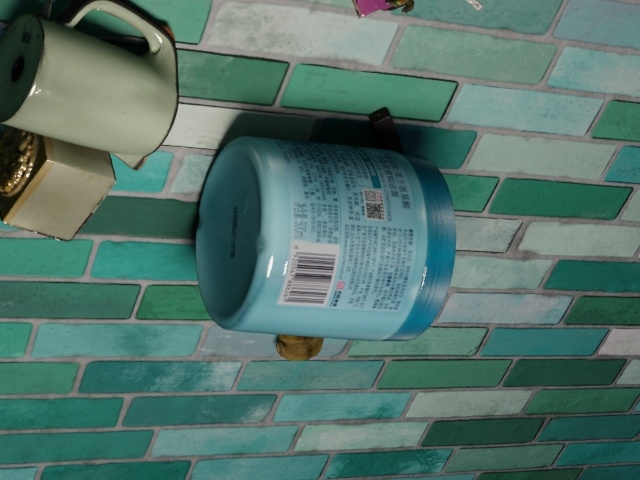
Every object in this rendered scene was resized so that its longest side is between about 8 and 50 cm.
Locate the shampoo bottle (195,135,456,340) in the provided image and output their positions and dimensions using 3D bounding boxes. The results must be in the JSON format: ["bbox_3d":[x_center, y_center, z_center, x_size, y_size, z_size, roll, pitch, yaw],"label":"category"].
[{"bbox_3d":[0.000,0.000,2.158,0.343,0.331,0.331,5,129,-27],"label":"shampoo bottle"}]

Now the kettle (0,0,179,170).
[{"bbox_3d":[-0.336,-0.246,1.903,0.255,0.165,0.240,16,94,-36],"label":"kettle"}]

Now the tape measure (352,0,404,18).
[{"bbox_3d":[0.104,-0.406,1.973,0.118,0.125,0.074,-14,141,9],"label":"tape measure"}]

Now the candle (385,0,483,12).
[{"bbox_3d":[0.124,-0.446,1.806,0.187,0.330,0.187,-15,144,-12],"label":"candle"}]

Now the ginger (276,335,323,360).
[{"bbox_3d":[-0.039,0.127,2.437,0.109,0.116,0.263,19,138,11],"label":"ginger"}]

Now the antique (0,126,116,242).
[{"bbox_3d":[-0.423,-0.108,1.983,0.148,0.146,0.152,18,126,-38],"label":"antique"}]

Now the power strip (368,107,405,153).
[{"bbox_3d":[0.118,-0.185,2.263,0.038,0.029,0.111,-27,137,0],"label":"power strip"}]
